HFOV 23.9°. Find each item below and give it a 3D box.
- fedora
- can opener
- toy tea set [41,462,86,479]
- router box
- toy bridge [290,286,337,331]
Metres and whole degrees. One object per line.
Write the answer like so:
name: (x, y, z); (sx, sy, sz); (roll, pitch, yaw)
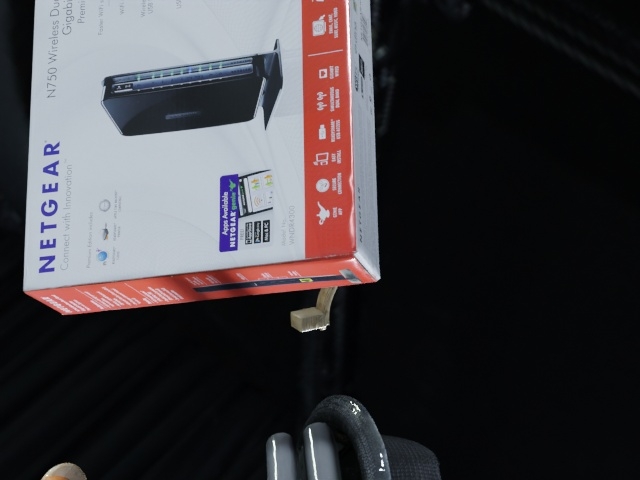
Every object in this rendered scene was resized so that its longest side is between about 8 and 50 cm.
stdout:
fedora: (0.074, 0.369, 2.109); (0.334, 0.152, 0.334); (-178, -90, -69)
can opener: (-0.007, 0.271, 1.322); (0.074, 0.280, 0.093); (-15, -56, 3)
toy tea set: (-0.277, 0.407, 1.699); (0.124, 0.200, 0.336); (16, -76, 46)
router box: (-0.105, -0.115, 1.342); (0.301, 0.336, 0.082); (-7, -20, 15)
toy bridge: (0.000, 0.000, 1.494); (0.026, 0.063, 0.188); (28, -56, 57)
